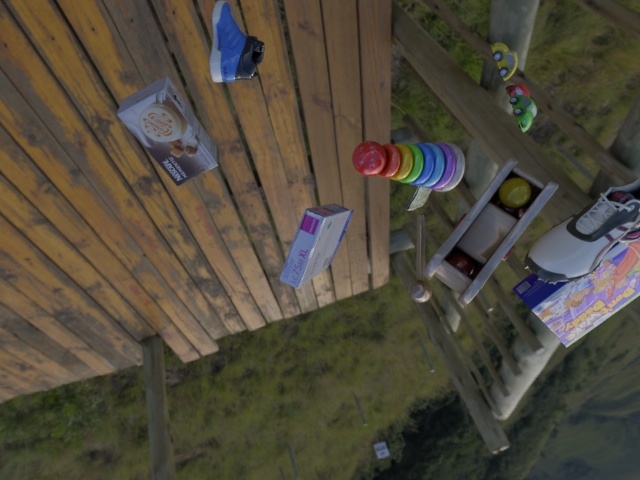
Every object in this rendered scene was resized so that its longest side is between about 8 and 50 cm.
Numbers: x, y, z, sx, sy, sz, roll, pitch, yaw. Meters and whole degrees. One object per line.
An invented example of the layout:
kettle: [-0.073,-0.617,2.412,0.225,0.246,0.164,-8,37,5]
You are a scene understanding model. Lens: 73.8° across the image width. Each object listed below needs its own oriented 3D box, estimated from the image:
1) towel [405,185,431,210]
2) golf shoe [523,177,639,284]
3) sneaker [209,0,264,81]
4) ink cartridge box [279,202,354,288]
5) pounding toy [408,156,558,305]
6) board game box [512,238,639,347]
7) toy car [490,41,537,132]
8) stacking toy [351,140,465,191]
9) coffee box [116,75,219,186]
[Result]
towel: [0.342,-0.155,1.455,0.148,0.027,0.110,-22,140,-54]
golf shoe: [0.461,-0.028,0.722,0.272,0.105,0.120,-28,135,-12]
sneaker: [-0.133,-0.325,0.699,0.084,0.152,0.058,0,157,-4]
ink cartridge box: [0.000,0.000,1.117,0.186,0.065,0.311,-68,165,14]
pounding toy: [0.207,-0.009,0.651,0.270,0.154,0.154,-57,162,15]
board game box: [0.664,0.079,1.012,0.347,0.078,0.233,-44,125,14]
toy car: [0.512,-0.374,1.096,0.053,0.225,0.239,-21,142,29]
stacking toy: [0.228,-0.213,1.144,0.330,0.141,0.141,2,138,-32]
coffee box: [-0.400,-0.288,1.151,0.141,0.098,0.247,-24,131,6]
